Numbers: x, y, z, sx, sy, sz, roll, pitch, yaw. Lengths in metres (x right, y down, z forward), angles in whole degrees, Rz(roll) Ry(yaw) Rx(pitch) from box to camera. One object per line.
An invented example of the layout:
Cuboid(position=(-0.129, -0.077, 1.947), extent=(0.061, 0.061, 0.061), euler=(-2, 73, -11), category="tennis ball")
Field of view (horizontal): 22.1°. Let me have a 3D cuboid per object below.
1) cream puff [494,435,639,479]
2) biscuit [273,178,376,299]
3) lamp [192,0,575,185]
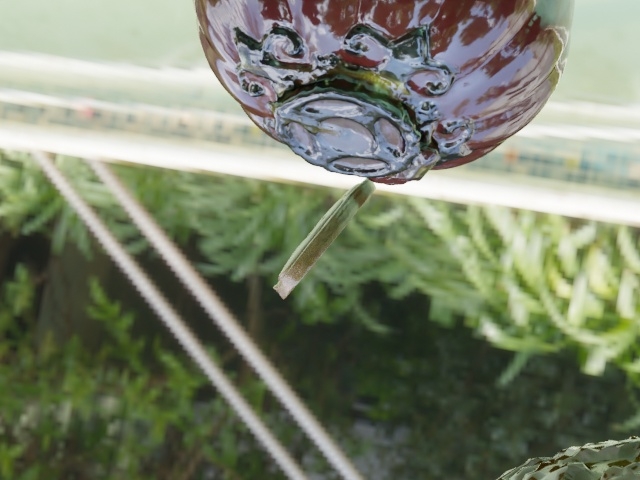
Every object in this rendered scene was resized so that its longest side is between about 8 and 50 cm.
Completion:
Cuboid(position=(0.116, 0.177, 0.524), extent=(0.303, 0.212, 0.303), euler=(-2, -159, 1), category="cream puff")
Cuboid(position=(-0.001, -0.001, 1.565), extent=(0.023, 0.140, 0.118), euler=(39, 154, -1), category="biscuit")
Cuboid(position=(0.048, -0.181, 1.281), extent=(0.303, 0.257, 0.303), euler=(11, 150, 6), category="lamp")
